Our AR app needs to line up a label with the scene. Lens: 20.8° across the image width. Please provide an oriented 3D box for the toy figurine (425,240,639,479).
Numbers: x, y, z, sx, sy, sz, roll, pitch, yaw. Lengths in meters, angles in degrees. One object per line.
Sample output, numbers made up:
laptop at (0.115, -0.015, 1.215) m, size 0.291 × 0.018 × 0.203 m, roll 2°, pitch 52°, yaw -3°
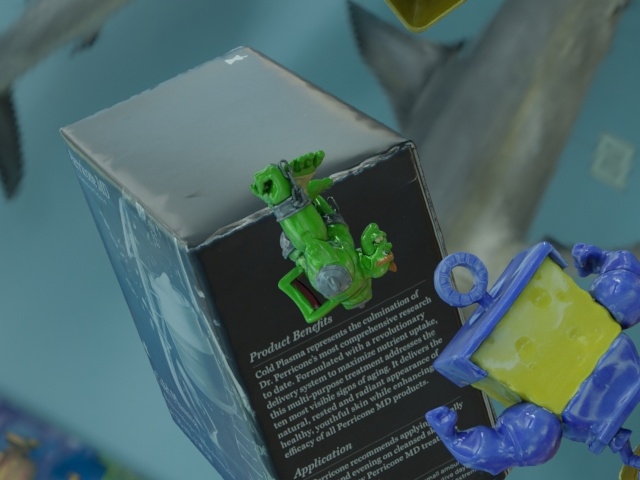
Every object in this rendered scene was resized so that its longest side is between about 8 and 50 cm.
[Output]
toy figurine at (0.186, 0.055, 1.177) m, size 0.362 × 0.217 × 0.191 m, roll -52°, pitch -4°, yaw -14°

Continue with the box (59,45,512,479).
box at (-0.050, 0.070, 2.141) m, size 0.297 × 0.472 × 0.480 m, roll -25°, pitch 28°, yaw -16°

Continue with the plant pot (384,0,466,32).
plant pot at (0.118, -0.375, 1.741) m, size 0.212 × 0.212 × 0.187 m, roll -34°, pitch 20°, yaw 22°

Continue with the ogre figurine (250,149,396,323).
ogre figurine at (0.000, 0.000, 1.468) m, size 0.097 × 0.118 × 0.197 m, roll -25°, pitch -12°, yaw -13°
